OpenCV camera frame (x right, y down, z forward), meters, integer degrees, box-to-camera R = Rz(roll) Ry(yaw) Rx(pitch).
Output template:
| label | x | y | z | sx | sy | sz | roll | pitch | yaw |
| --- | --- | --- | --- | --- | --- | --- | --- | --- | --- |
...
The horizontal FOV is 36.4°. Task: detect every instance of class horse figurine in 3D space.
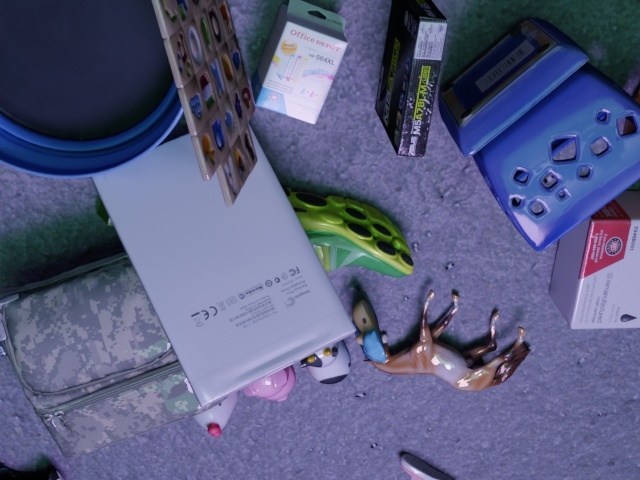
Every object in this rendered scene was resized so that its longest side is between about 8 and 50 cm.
| label | x | y | z | sx | sy | sz | roll | pitch | yaw |
| --- | --- | --- | --- | --- | --- | --- | --- | --- | --- |
| horse figurine | 0.227 | 0.183 | 1.620 | 0.263 | 0.066 | 0.174 | 22 | 108 | -15 |

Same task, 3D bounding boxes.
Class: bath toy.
| label | x | y | z | sx | sy | sz | roll | pitch | yaw |
| --- | --- | --- | --- | --- | --- | --- | --- | --- | --- |
| bath toy | -0.065 | 0.209 | 1.554 | 0.348 | 0.129 | 0.151 | -24 | 124 | 8 |

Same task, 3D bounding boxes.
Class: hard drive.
| label | x | y | z | sx | sy | sz | roll | pitch | yaw |
| --- | --- | --- | --- | --- | --- | --- | --- | --- | --- |
| hard drive | -0.135 | 0.020 | 1.345 | 0.233 | 0.047 | 0.353 | -25 | 78 | -14 |

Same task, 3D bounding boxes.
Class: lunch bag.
| label | x | y | z | sx | sy | sz | roll | pitch | yaw |
| --- | --- | --- | --- | --- | --- | --- | --- | --- | --- |
| lunch bag | -0.309 | 0.143 | 1.453 | 0.305 | 0.212 | 0.256 | -19 | 114 | 5 |

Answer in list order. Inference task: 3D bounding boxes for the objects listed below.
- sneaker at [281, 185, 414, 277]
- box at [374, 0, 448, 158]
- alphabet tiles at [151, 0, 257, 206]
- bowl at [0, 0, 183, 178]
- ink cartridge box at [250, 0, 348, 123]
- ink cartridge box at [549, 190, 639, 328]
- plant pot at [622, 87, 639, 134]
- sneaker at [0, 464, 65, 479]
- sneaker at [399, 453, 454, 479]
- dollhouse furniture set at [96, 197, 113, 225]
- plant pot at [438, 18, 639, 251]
| label | x | y | z | sx | sy | sz | roll | pitch | yaw |
| --- | --- | --- | --- | --- | --- | --- | --- | --- | --- |
| sneaker | 0.000 | 0.000 | 1.484 | 0.295 | 0.109 | 0.123 | 16 | 129 | -11 |
| box | 0.119 | -0.232 | 1.317 | 0.045 | 0.184 | 0.191 | 2 | 118 | -11 |
| alphabet tiles | -0.140 | -0.228 | 1.221 | 0.011 | 0.285 | 0.342 | -9 | 113 | 12 |
| bowl | -0.346 | -0.271 | 1.261 | 0.391 | 0.077 | 0.391 | 3 | 118 | 5 |
| ink cartridge box | -0.028 | -0.251 | 1.342 | 0.092 | 0.090 | 0.143 | 16 | 115 | -15 |
| ink cartridge box | 0.524 | 0.030 | 1.546 | 0.273 | 0.114 | 0.197 | -1 | 117 | -8 |
| plant pot | 0.553 | -0.157 | 1.410 | 0.188 | 0.205 | 0.205 | 18 | 115 | -5 |
| sneaker | -0.576 | 0.441 | 1.639 | 0.302 | 0.108 | 0.121 | -9 | 118 | -12 |
| sneaker | 0.181 | 0.441 | 1.758 | 0.134 | 0.051 | 0.070 | 33 | 104 | -26 |
| dollhouse furniture set | -0.254 | -0.039 | 1.465 | 0.151 | 0.058 | 0.076 | 2 | 112 | -30 |
| plant pot | 0.305 | -0.164 | 1.355 | 0.236 | 0.236 | 0.212 | -39 | 109 | 14 |
